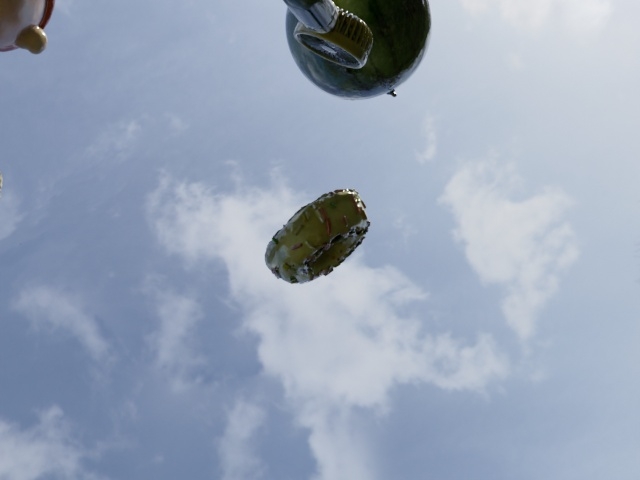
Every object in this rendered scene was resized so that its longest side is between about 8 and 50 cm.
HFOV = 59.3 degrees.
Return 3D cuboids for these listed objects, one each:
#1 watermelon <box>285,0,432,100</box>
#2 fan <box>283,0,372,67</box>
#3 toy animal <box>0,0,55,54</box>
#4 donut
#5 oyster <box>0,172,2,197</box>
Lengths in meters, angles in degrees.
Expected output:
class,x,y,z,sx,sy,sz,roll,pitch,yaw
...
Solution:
class,x,y,z,sx,sy,sz,roll,pitch,yaw
watermelon,0.064,-0.354,0.932,0.242,0.242,0.242,0,-90,-28
fan,0.005,-0.220,0.561,0.082,0.155,0.039,26,-84,17
toy animal,-0.389,-0.292,0.597,0.198,0.171,0.171,8,-94,-19
donut,0.000,0.000,0.799,0.175,0.174,0.068,-29,-108,-25
oyster,-0.328,-0.109,0.422,0.200,0.061,0.106,29,-118,-39
